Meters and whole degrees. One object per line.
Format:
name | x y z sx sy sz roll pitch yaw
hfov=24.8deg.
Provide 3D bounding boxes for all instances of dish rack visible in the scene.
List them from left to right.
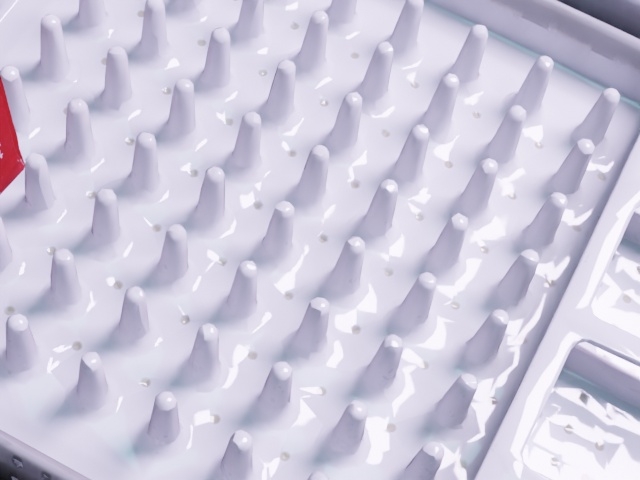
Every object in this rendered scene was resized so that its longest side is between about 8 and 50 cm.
dish rack | 0.000 0.000 0.467 0.333 0.072 0.285 27 61 7

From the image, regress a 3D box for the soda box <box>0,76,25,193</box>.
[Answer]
soda box | -0.215 -0.068 0.395 0.263 0.083 0.092 26 59 16
